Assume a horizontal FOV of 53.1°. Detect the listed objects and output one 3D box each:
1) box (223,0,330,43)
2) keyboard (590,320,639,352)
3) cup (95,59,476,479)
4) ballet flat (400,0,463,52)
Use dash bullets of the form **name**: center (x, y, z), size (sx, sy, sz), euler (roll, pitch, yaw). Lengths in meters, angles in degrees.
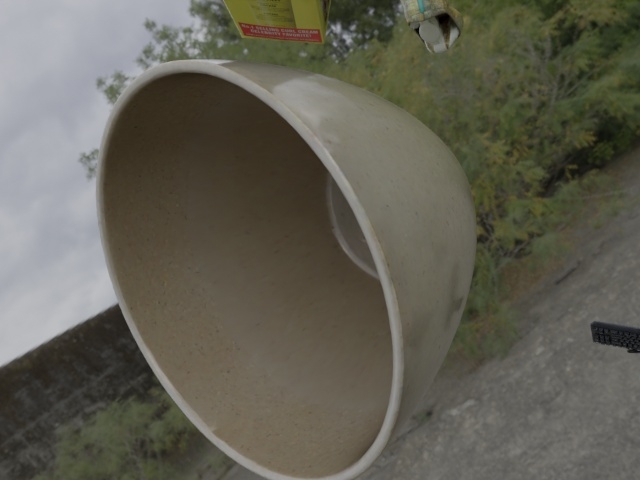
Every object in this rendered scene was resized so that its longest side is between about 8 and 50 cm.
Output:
- **box**: center (-0.043, -0.224, 0.489), size (0.232, 0.087, 0.058), euler (46, -129, -84)
- **keyboard**: center (0.603, 0.193, 1.192), size (0.108, 0.180, 0.023), euler (50, -125, -49)
- **cup**: center (0.000, 0.000, 0.555), size (0.237, 0.331, 0.331), euler (-26, -13, -43)
- **ballet flat**: center (0.276, -0.518, 1.550), size (0.123, 0.123, 0.348), euler (-43, -16, 16)
